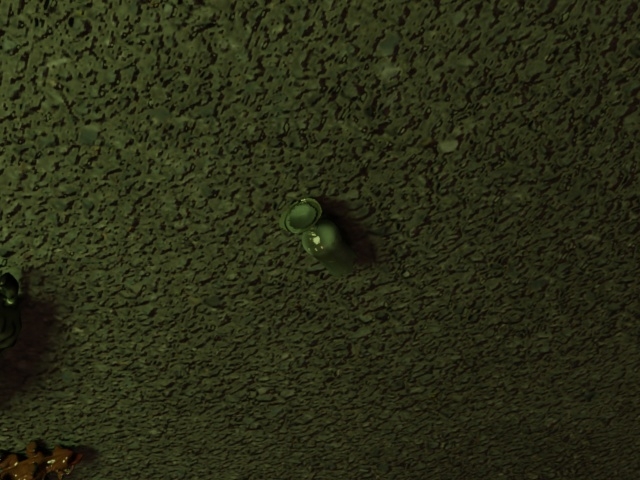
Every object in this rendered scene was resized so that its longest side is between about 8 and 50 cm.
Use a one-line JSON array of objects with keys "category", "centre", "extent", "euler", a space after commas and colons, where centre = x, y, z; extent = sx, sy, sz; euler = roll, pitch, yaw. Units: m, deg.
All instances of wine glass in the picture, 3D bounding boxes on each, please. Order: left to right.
[{"category": "wine glass", "centre": [0.000, 0.000, 0.887], "extent": [0.042, 0.039, 0.083], "euler": [-25, 139, 15]}]

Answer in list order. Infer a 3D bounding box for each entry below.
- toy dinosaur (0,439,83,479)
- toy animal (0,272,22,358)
[{"category": "toy dinosaur", "centre": [-0.337, 0.261, 1.114], "extent": [0.154, 0.049, 0.055], "euler": [-21, 139, 7]}, {"category": "toy animal", "centre": [-0.333, 0.112, 0.923], "extent": [0.217, 0.073, 0.176], "euler": [-49, 159, 15]}]
